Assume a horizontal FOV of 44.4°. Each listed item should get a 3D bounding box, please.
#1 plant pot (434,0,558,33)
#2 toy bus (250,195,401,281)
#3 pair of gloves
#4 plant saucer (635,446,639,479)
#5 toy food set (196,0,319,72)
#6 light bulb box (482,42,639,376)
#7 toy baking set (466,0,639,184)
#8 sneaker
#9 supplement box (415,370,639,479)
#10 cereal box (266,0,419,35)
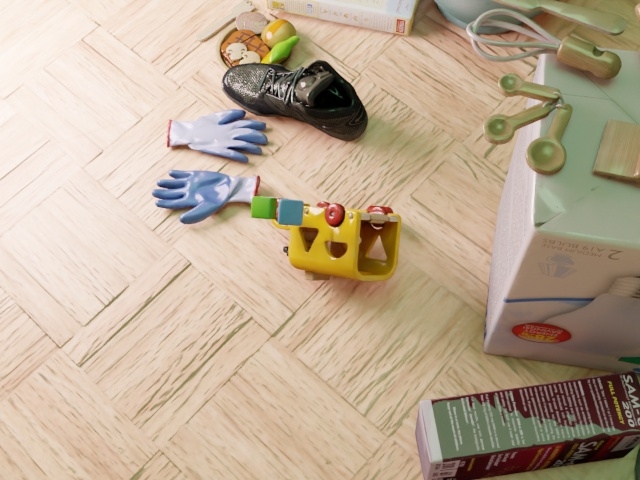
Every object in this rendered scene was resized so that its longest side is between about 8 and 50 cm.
[{"bbox_3d":[0.267,-0.442,1.193,0.292,0.196,0.293,-1,66,1],"label":"plant pot"},{"bbox_3d":[0.005,0.001,1.027,0.190,0.202,0.105,5,93,-1],"label":"toy bus"},{"bbox_3d":[-0.160,-0.110,1.147,0.159,0.023,0.198,0,61,6],"label":"pair of gloves"},{"bbox_3d":[0.437,0.245,0.854,0.194,0.037,0.195,-25,40,23],"label":"plant saucer"},{"bbox_3d":[-0.104,-0.312,1.240,0.132,0.039,0.192,-40,67,-16],"label":"toy food set"},{"bbox_3d":[0.382,-0.002,0.862,0.357,0.361,0.225,9,65,9],"label":"light bulb box"},{"bbox_3d":[0.242,-0.164,0.734,0.196,0.030,0.256,-4,63,2],"label":"toy baking set"},{"bbox_3d":[-0.043,-0.221,1.128,0.227,0.130,0.087,23,79,13],"label":"sneaker"},{"bbox_3d":[0.232,0.216,0.888,0.239,0.130,0.073,-9,62,0],"label":"supplement box"},{"bbox_3d":[0.049,-0.431,1.281,0.240,0.047,0.173,14,63,7],"label":"cereal box"}]
